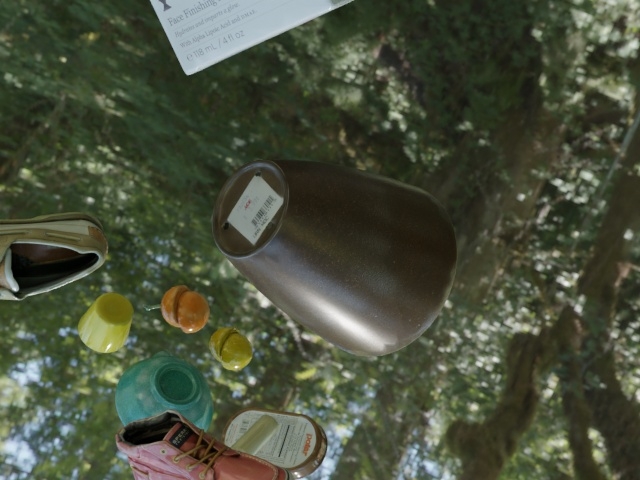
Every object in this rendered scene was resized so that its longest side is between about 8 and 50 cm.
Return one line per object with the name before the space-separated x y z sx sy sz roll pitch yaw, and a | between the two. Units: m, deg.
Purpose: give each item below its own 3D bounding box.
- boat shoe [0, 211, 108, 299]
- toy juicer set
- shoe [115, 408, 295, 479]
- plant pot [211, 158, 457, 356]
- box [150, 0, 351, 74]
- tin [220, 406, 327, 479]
boat shoe | -0.466 0.030 1.263 0.302 0.113 0.103 -16 -153 -14
toy juicer set | -0.174 0.205 1.165 0.209 0.089 0.329 -13 -119 -39
shoe | -0.110 0.205 0.790 0.178 0.081 0.063 -5 -150 33
plant pot | 0.000 0.000 0.950 0.215 0.215 0.230 30 -177 43
box | -0.040 -0.258 0.799 0.181 0.119 0.182 -15 -163 37
tin | -0.080 0.336 1.434 0.190 0.106 0.040 2 150 27
